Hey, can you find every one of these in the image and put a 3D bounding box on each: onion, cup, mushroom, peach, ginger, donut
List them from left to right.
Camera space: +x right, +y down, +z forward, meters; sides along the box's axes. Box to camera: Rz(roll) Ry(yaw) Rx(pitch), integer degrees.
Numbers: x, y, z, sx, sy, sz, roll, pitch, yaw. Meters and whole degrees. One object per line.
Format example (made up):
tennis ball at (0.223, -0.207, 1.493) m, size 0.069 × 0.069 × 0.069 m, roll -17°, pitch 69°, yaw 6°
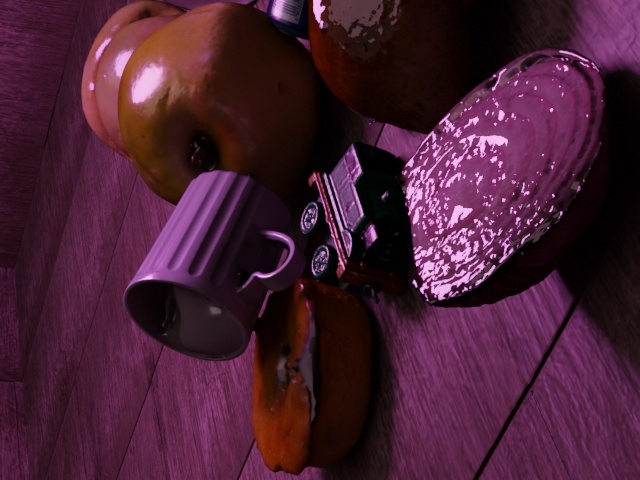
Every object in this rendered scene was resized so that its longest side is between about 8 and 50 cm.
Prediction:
peach at (-0.276, -0.263, 2.365) m, size 0.292 × 0.247 × 0.292 m, roll 41°, pitch 144°, yaw 40°
peach at (-0.144, -0.183, 1.936) m, size 0.316 × 0.281 × 0.314 m, roll -87°, pitch 11°, yaw -45°
cup at (-0.112, 0.034, 1.762) m, size 0.167 × 0.221 × 0.202 m, roll 83°, pitch -155°, yaw -52°
donut at (-0.020, 0.170, 1.727) m, size 0.253 × 0.118 × 0.254 m, roll -170°, pitch 90°, yaw -69°
ginger at (0.000, -0.004, 1.834) m, size 0.057 × 0.044 × 0.137 m, roll 54°, pitch 137°, yaw 36°
mushroom at (0.083, -0.264, 1.497) m, size 0.263 × 0.195 × 0.283 m, roll -109°, pitch 33°, yaw -59°
onion at (0.195, -0.048, 1.278) m, size 0.247 × 0.111 × 0.250 m, roll -41°, pitch 30°, yaw 28°

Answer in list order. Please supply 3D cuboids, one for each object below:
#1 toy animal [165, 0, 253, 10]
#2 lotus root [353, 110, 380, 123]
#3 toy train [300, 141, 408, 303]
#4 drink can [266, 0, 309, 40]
toy animal at (-0.184, -0.521, 2.271) m, size 0.212 × 0.212 × 0.267 m, roll 148°, pitch 129°, yaw -64°
lotus root at (0.058, -0.192, 1.681) m, size 0.165 × 0.088 × 0.088 m, roll -111°, pitch 35°, yaw -50°
toy train at (0.050, -0.024, 1.649) m, size 0.136 × 0.091 × 0.228 m, roll -57°, pitch 32°, yaw 30°
drink can at (0.004, -0.374, 1.840) m, size 0.118 × 0.118 × 0.205 m, roll -124°, pitch 46°, yaw -59°
